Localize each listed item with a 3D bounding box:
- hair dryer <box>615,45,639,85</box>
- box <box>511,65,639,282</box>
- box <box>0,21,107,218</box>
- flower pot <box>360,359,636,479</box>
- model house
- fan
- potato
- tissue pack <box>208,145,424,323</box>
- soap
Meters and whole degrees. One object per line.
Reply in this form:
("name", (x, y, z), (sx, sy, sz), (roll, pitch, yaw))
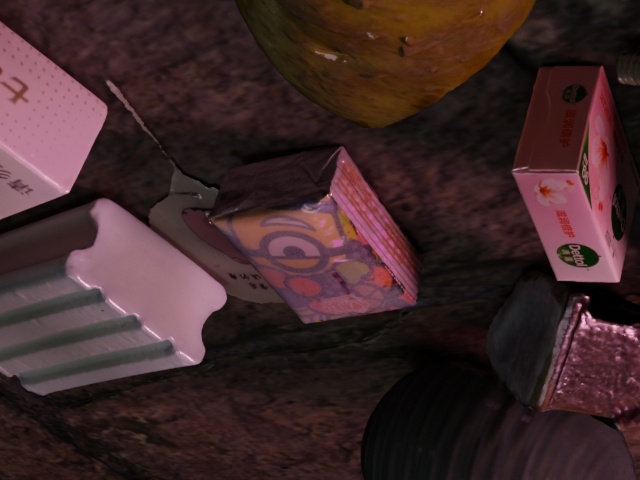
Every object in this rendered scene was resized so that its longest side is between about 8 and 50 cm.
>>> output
("hair dryer", (0.291, 0.014, 0.743), (0.119, 0.296, 0.298), (-8, 180, -34))
("box", (0.167, -0.041, 0.911), (0.043, 0.089, 0.125), (1, 147, 27))
("box", (-0.352, -0.093, 1.126), (0.330, 0.095, 0.210), (-14, 136, 46))
("flower pot", (0.149, 0.191, 1.206), (0.243, 0.157, 0.189), (15, 177, 33))
("model house", (0.221, 0.087, 1.100), (0.152, 0.106, 0.165), (13, -173, -11))
("fan", (-0.096, -0.029, 1.162), (0.182, 0.010, 0.310), (-1, 145, 32))
("potato", (0.032, -0.155, 0.754), (0.176, 0.141, 0.298), (31, 169, 8))
("tissue pack", (0.000, 0.000, 1.096), (0.108, 0.060, 0.148), (-9, 139, 31))
("soap", (-0.232, 0.058, 1.303), (0.160, 0.088, 0.265), (40, 145, -28))
